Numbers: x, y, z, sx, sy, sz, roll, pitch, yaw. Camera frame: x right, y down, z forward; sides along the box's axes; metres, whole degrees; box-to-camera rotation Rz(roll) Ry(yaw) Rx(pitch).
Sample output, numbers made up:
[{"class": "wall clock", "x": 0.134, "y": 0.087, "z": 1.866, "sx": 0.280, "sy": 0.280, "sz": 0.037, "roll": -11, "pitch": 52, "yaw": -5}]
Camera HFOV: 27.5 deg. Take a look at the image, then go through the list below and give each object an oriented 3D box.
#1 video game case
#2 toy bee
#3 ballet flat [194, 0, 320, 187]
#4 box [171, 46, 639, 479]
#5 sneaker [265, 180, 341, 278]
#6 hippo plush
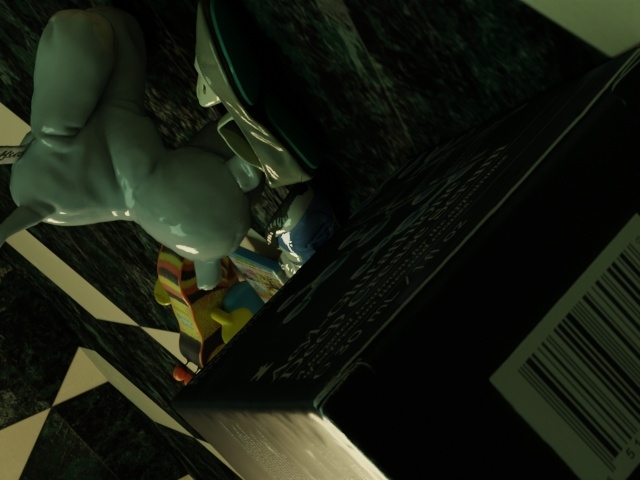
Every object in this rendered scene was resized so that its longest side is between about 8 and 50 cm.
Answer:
[{"class": "video game case", "x": -0.046, "y": 0.074, "z": 1.631, "sx": 0.119, "sy": 0.015, "sz": 0.166, "roll": 22, "pitch": 153, "yaw": 52}, {"class": "toy bee", "x": -0.143, "y": 0.115, "z": 1.759, "sx": 0.298, "sy": 0.162, "sz": 0.195, "roll": 51, "pitch": 160, "yaw": -22}, {"class": "ballet flat", "x": -0.073, "y": -0.124, "z": 1.169, "sx": 0.068, "sy": 0.072, "sz": 0.213, "roll": -17, "pitch": 132, "yaw": 21}, {"class": "box", "x": 0.103, "y": 0.080, "z": 0.900, "sx": 0.212, "sy": 0.293, "sz": 0.395, "roll": 46, "pitch": 162, "yaw": -7}, {"class": "sneaker", "x": 0.000, "y": 0.000, "z": 1.328, "sx": 0.081, "sy": 0.080, "sz": 0.211, "roll": 31, "pitch": 170, "yaw": 17}, {"class": "hippo plush", "x": -0.167, "y": -0.092, "z": 1.282, "sx": 0.236, "sy": 0.294, "sz": 0.234, "roll": 17, "pitch": 114, "yaw": 6}]
